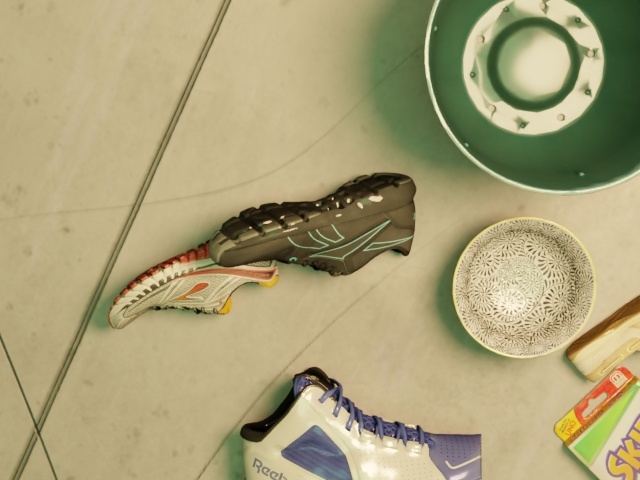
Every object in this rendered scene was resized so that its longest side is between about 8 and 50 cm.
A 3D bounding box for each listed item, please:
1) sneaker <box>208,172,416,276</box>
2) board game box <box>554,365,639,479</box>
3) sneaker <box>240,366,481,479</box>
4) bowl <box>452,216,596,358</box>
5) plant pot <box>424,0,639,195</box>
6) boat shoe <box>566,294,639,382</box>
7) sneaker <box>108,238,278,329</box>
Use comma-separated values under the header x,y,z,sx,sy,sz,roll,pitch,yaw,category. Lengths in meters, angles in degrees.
x,y,z,sx,sy,sz,roll,pitch,yaw,category
0.000,0.000,1.334,0.267,0.101,0.106,-16,112,-18,sneaker
0.425,0.287,1.409,0.259,0.039,0.124,45,95,0,board game box
0.038,0.243,1.369,0.315,0.127,0.182,-8,98,4,sneaker
0.242,0.053,1.365,0.170,0.080,0.170,0,95,2,bowl
0.257,-0.203,1.261,0.293,0.235,0.293,0,96,3,plant pot
0.386,0.113,1.380,0.170,0.063,0.059,-35,96,14,boat shoe
-0.156,0.060,1.376,0.225,0.088,0.093,-24,96,4,sneaker
